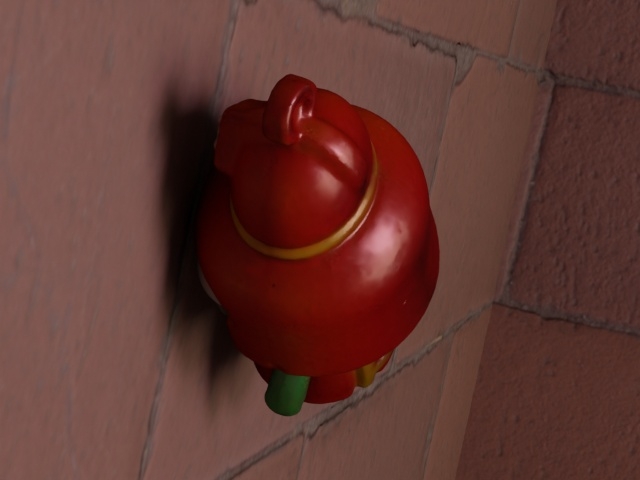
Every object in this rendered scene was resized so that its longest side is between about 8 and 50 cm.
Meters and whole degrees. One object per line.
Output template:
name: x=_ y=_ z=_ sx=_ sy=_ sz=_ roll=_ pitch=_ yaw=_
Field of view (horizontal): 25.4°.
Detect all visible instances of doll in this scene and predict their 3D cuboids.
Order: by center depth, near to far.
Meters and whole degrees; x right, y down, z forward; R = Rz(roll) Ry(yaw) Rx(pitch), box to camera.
doll: x=-0.001 y=0.000 z=0.989 sx=0.183 sy=0.160 sz=0.363 roll=-63 pitch=160 yaw=-22
